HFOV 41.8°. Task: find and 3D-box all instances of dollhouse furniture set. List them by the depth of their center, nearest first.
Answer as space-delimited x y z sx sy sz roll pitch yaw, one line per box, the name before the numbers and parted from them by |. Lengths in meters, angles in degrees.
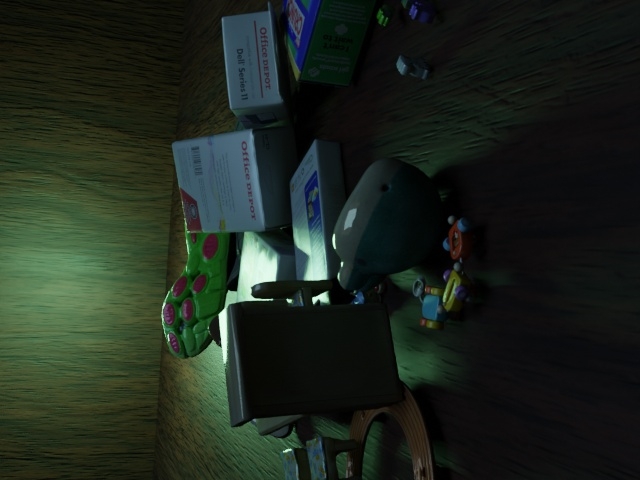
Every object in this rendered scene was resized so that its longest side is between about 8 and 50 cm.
dollhouse furniture set | -0.075 0.239 1.397 0.394 0.256 0.362 137 129 -59

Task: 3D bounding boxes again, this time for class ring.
ring | 0.112 0.380 1.311 0.336 0.032 0.337 -176 90 -70

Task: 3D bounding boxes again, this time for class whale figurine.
whale figurine | 0.108 -0.002 1.277 0.216 0.141 0.272 -58 -15 -25

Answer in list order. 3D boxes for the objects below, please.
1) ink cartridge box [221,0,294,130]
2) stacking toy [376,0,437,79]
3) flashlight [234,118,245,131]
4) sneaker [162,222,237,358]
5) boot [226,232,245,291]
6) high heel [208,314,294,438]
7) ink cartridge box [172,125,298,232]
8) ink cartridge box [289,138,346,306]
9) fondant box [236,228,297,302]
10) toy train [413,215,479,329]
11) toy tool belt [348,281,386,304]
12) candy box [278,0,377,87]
ink cartridge box | -0.136 -0.368 1.834 0.353 0.119 0.207 59 -155 -85
stacking toy | 0.155 -0.381 1.325 0.221 0.052 0.167 -104 28 -46
flashlight | -0.215 -0.218 2.277 0.103 0.103 0.304 -53 -5 -40
sneaker | -0.309 0.112 2.374 0.202 0.185 0.483 58 -142 -57
boot | -0.212 0.009 2.267 0.190 0.076 0.209 -51 43 38
high heel | -0.125 0.327 1.987 0.127 0.181 0.377 -42 50 11
ink cartridge box | -0.191 -0.136 1.923 0.306 0.131 0.226 0 101 45
ink cartridge box | 0.000 0.000 1.664 0.176 0.069 0.371 127 145 -56
fondant box | -0.107 0.113 1.906 0.330 0.096 0.239 -146 62 -67
toy train | 0.183 0.051 1.159 0.166 0.046 0.125 116 158 -47
toy tool belt | 0.076 0.099 1.441 0.083 0.051 0.052 117 151 -48
candy box | 0.022 -0.499 1.615 0.268 0.122 0.317 -107 27 -50
